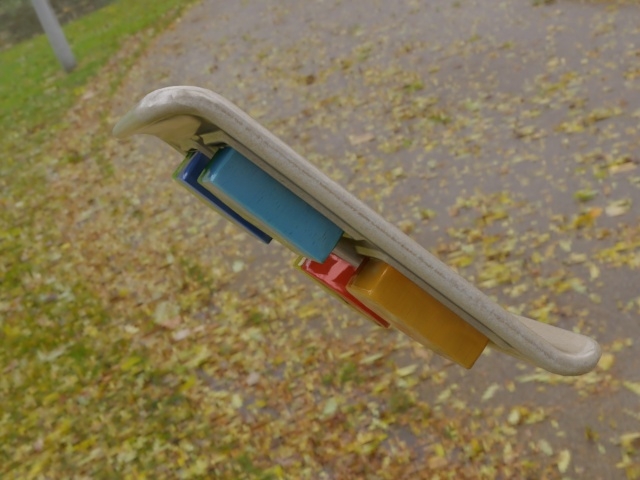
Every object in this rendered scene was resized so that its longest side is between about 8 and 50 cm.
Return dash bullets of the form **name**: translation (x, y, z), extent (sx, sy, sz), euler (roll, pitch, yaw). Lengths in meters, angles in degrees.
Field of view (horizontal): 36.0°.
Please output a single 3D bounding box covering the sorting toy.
- **sorting toy**: translation (0.000, 0.000, 0.453), extent (0.038, 0.208, 0.193), euler (-60, 15, -4)
